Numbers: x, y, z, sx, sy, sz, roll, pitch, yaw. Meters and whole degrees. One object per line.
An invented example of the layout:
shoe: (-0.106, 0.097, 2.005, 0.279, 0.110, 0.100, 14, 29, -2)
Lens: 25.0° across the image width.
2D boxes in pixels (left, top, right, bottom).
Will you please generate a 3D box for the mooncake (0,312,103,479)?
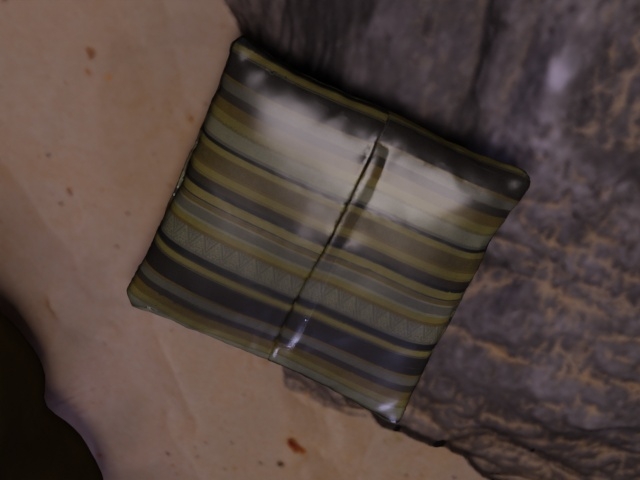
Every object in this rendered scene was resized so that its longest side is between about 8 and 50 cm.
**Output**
mooncake: (-0.276, 0.207, 0.914, 0.201, 0.378, 0.378, -24, 112, 16)

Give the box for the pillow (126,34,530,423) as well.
pillow: (0.000, 0.000, 0.943, 0.208, 0.052, 0.212, 25, 117, -2)
